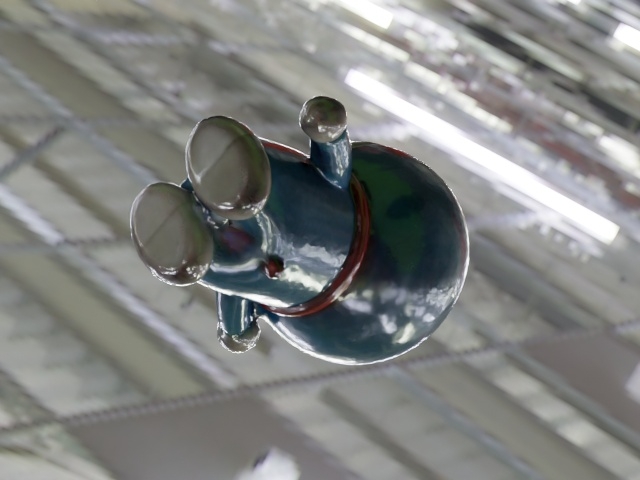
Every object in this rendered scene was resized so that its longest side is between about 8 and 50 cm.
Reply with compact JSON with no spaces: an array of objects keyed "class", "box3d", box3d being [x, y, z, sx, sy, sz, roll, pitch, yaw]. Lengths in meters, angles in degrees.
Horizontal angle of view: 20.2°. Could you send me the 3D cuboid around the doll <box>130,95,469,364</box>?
[{"class":"doll","box3d":[0.000,0.000,0.678,0.152,0.114,0.085,16,-147,-48]}]
